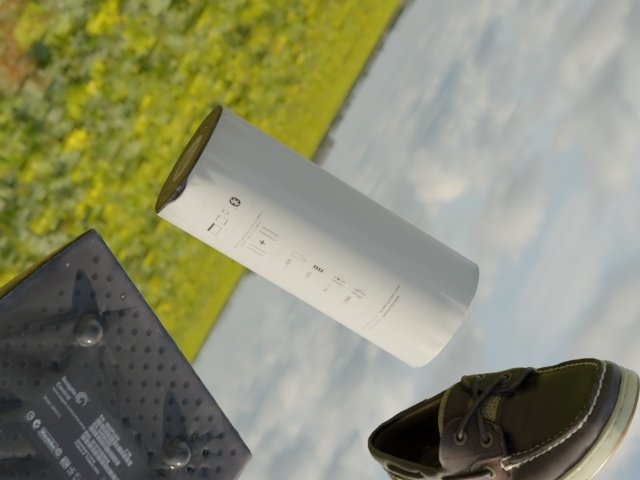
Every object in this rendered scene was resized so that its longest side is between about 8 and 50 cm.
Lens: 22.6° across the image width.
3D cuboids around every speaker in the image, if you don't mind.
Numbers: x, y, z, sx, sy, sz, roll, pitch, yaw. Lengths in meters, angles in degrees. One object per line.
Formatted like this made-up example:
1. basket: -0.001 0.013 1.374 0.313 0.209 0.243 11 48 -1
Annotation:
1. speaker: 0.000 0.000 0.688 0.055 0.136 0.055 -55 -167 19

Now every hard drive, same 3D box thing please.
1. hard drive: -0.159 0.132 0.734 0.054 0.172 0.255 6 -135 50

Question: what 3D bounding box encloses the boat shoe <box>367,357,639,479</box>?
1. boat shoe: 0.128 0.146 1.214 0.285 0.092 0.103 -33 -152 58
